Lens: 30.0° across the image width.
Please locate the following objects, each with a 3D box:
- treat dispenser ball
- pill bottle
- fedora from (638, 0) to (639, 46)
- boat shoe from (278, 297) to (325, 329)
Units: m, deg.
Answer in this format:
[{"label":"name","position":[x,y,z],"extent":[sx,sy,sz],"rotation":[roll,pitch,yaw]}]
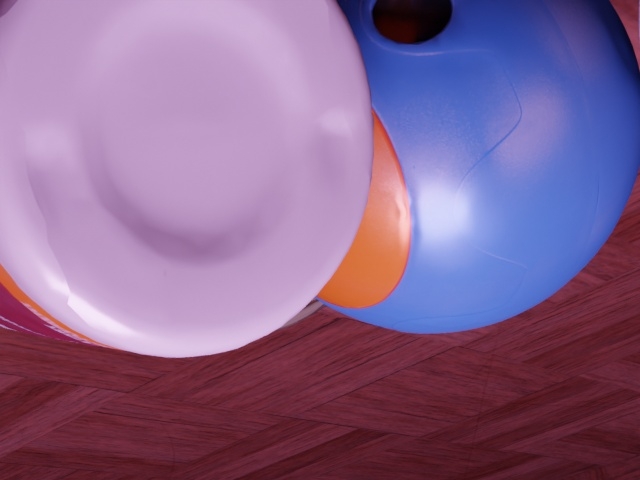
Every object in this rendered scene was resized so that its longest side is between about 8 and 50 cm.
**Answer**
[{"label":"treat dispenser ball","position":[0.075,-0.081,0.821],"extent":[0.288,0.288,0.288],"rotation":[-8,155,-4]},{"label":"pill bottle","position":[-0.167,-0.055,0.722],"extent":[0.224,0.224,0.392],"rotation":[8,176,-35]},{"label":"fedora","position":[0.262,-0.211,0.762],"extent":[0.244,0.124,0.275],"rotation":[-47,147,5]},{"label":"boat shoe","position":[0.000,0.000,1.192],"extent":[0.324,0.123,0.120],"rotation":[-13,151,-13]}]
